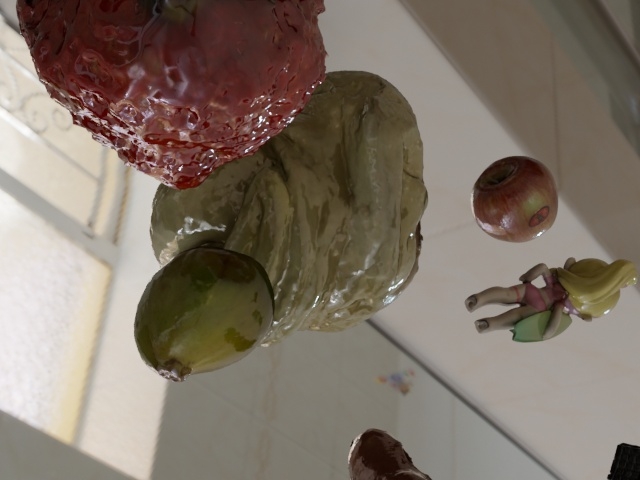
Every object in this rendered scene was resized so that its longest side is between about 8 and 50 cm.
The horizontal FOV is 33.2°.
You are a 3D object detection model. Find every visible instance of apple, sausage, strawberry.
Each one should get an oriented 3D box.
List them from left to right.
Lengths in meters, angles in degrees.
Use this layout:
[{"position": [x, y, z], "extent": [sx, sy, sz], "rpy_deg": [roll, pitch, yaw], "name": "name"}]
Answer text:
[{"position": [-0.114, -0.163, 0.886], "extent": [0.258, 0.276, 0.257], "rpy_deg": [-2, -130, 2], "name": "strawberry"}, {"position": [0.094, 0.274, 1.127], "extent": [0.327, 0.079, 0.087], "rpy_deg": [-162, -88, -74], "name": "sausage"}, {"position": [0.319, -0.064, 1.754], "extent": [0.146, 0.131, 0.146], "rpy_deg": [-27, -150, 18], "name": "apple"}]

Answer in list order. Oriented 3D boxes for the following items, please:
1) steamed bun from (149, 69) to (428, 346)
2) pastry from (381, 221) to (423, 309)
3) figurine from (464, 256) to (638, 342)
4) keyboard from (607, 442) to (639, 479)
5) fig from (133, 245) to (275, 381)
[{"position": [-0.053, -0.036, 1.288], "extent": [0.373, 0.230, 0.324], "rpy_deg": [-7, -95, 22], "name": "steamed bun"}, {"position": [0.000, 0.000, 1.555], "extent": [0.315, 0.285, 0.184], "rpy_deg": [-94, -162, -44], "name": "pastry"}, {"position": [0.239, 0.058, 1.094], "extent": [0.083, 0.188, 0.083], "rpy_deg": [172, -90, -67], "name": "figurine"}, {"position": [0.449, 0.293, 1.271], "extent": [0.231, 0.023, 0.072], "rpy_deg": [6, -110, 43], "name": "keyboard"}, {"position": [-0.120, 0.073, 1.094], "extent": [0.153, 0.136, 0.121], "rpy_deg": [-40, -136, -3], "name": "fig"}]
